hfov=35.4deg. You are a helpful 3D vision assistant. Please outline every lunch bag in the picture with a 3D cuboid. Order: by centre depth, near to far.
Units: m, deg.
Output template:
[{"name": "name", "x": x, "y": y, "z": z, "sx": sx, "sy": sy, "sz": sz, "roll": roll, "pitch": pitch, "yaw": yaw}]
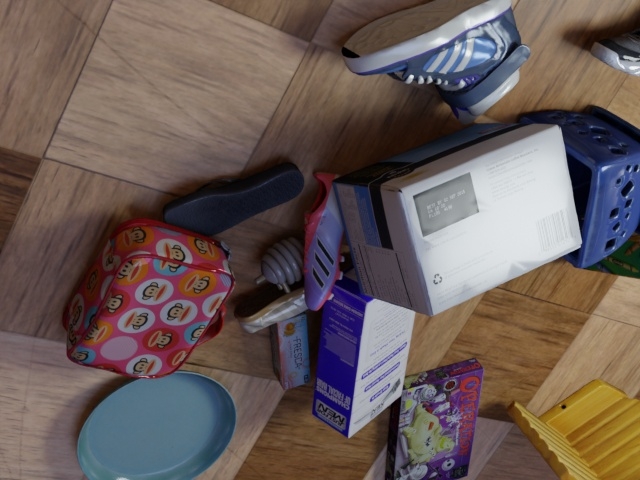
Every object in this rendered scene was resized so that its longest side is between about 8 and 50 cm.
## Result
[{"name": "lunch bag", "x": -0.280, "y": 0.112, "z": 1.729, "sx": 0.258, "sy": 0.120, "sz": 0.293, "roll": 17, "pitch": 124, "yaw": -33}]

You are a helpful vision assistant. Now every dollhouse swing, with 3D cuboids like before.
[{"name": "dollhouse swing", "x": 0.656, "y": 0.454, "z": 2.305, "sx": 0.315, "sy": 0.347, "sz": 0.305, "roll": -34, "pitch": 130, "yaw": -1}]

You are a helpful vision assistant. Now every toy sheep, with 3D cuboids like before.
[{"name": "toy sheep", "x": -0.064, "y": 0.043, "z": 1.832, "sx": 0.132, "sy": 0.091, "sz": 0.091, "roll": -36, "pitch": 133, "yaw": -21}]

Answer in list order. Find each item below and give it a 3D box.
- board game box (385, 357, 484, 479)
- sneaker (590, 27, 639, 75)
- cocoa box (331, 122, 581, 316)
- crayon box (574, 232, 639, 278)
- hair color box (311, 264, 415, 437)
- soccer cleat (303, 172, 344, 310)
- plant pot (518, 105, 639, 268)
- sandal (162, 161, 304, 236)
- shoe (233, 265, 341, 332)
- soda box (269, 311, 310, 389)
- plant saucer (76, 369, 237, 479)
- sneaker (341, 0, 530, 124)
[{"name": "board game box", "x": 0.256, "y": 0.434, "z": 2.292, "sx": 0.208, "sy": 0.056, "sz": 0.347, "roll": -15, "pitch": 128, "yaw": -22}, {"name": "sneaker", "x": 0.622, "y": -0.391, "z": 1.861, "sx": 0.268, "sy": 0.101, "sz": 0.153, "roll": -3, "pitch": 123, "yaw": -31}, {"name": "cocoa box", "x": 0.237, "y": -0.049, "z": 1.746, "sx": 0.347, "sy": 0.228, "sz": 0.231, "roll": -23, "pitch": 107, "yaw": -25}, {"name": "crayon box", "x": 0.662, "y": 0.019, "z": 2.049, "sx": 0.165, "sy": 0.278, "sz": 0.081, "roll": -9, "pitch": 98, "yaw": -20}, {"name": "hair color box", "x": 0.089, "y": 0.198, "z": 1.960, "sx": 0.185, "sy": 0.110, "sz": 0.339, "roll": -30, "pitch": 136, "yaw": -43}, {"name": "soccer cleat", "x": 0.000, "y": 0.000, "z": 1.792, "sx": 0.095, "sy": 0.083, "sz": 0.248, "roll": 19, "pitch": 83, "yaw": -18}, {"name": "plant pot", "x": 0.520, "y": -0.117, "z": 1.918, "sx": 0.212, "sy": 0.236, "sz": 0.236, "roll": -16, "pitch": 127, "yaw": -22}, {"name": "sandal", "x": -0.153, "y": -0.073, "z": 1.734, "sx": 0.254, "sy": 0.054, "sz": 0.097, "roll": -18, "pitch": 139, "yaw": -18}, {"name": "shoe", "x": -0.058, "y": 0.105, "z": 1.881, "sx": 0.219, "sy": 0.076, "sz": 0.058, "roll": -27, "pitch": 125, "yaw": -7}, {"name": "soda box", "x": -0.061, "y": 0.203, "z": 1.964, "sx": 0.063, "sy": 0.058, "sz": 0.183, "roll": -15, "pitch": 128, "yaw": -17}, {"name": "plant saucer", "x": -0.320, "y": 0.369, "z": 1.962, "sx": 0.317, "sy": 0.044, "sz": 0.318, "roll": -13, "pitch": 128, "yaw": -17}, {"name": "sneaker", "x": 0.204, "y": -0.279, "z": 1.708, "sx": 0.322, "sy": 0.130, "sz": 0.236, "roll": -26, "pitch": 126, "yaw": -15}]
